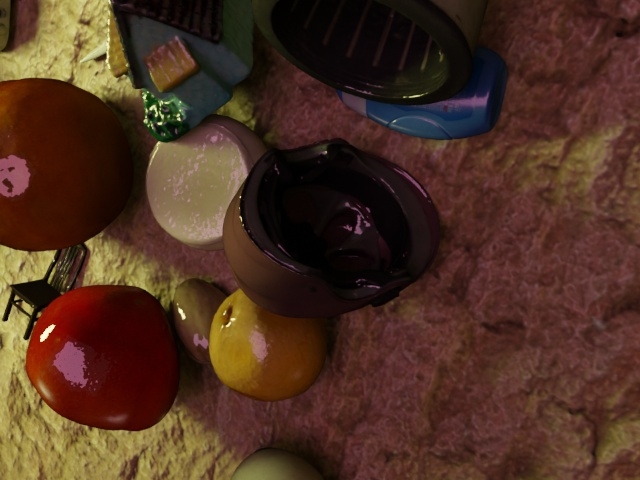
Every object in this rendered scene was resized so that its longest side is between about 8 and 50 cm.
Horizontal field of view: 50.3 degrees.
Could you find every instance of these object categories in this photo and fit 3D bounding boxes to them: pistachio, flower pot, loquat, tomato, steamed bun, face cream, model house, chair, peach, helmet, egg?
[{"bbox_3d":[-0.212,0.152,1.259,0.126,0.108,0.185,-38,72,2],"label":"pistachio"},{"bbox_3d":[0.104,-0.390,0.898,0.294,0.293,0.330,17,78,22],"label":"flower pot"},{"bbox_3d":[-0.084,0.167,1.141,0.208,0.208,0.207,4,99,25],"label":"loquat"},{"bbox_3d":[-0.380,0.201,1.242,0.299,0.299,0.226,41,108,15],"label":"tomato"},{"bbox_3d":[-0.179,-0.099,1.179,0.232,0.145,0.231,1,93,18],"label":"steamed bun"},{"bbox_3d":[0.142,-0.236,1.041,0.264,0.083,0.149,15,96,23],"label":"face cream"},{"bbox_3d":[-0.262,-0.349,1.070,0.230,0.249,0.280,-29,45,26],"label":"model house"},{"bbox_3d":[-0.574,0.090,1.421,0.084,0.101,0.212,32,111,18],"label":"chair"},{"bbox_3d":[-0.527,-0.137,1.253,0.343,0.302,0.342,3,98,26],"label":"peach"},{"bbox_3d":[0.000,0.000,1.053,0.197,0.339,0.270,-45,62,45],"label":"helmet"},{"bbox_3d":[-0.062,0.484,1.187,0.187,0.187,0.253,-31,80,26],"label":"egg"}]

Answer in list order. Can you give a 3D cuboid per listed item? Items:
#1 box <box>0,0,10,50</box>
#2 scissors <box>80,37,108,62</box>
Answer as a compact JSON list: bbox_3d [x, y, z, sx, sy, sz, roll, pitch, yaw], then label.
[{"bbox_3d":[-0.796,-0.596,1.433,0.373,0.090,0.366,14,104,22],"label":"box"},{"bbox_3d":[-0.396,-0.381,1.309,0.176,0.022,0.085,-20,92,23],"label":"scissors"}]
